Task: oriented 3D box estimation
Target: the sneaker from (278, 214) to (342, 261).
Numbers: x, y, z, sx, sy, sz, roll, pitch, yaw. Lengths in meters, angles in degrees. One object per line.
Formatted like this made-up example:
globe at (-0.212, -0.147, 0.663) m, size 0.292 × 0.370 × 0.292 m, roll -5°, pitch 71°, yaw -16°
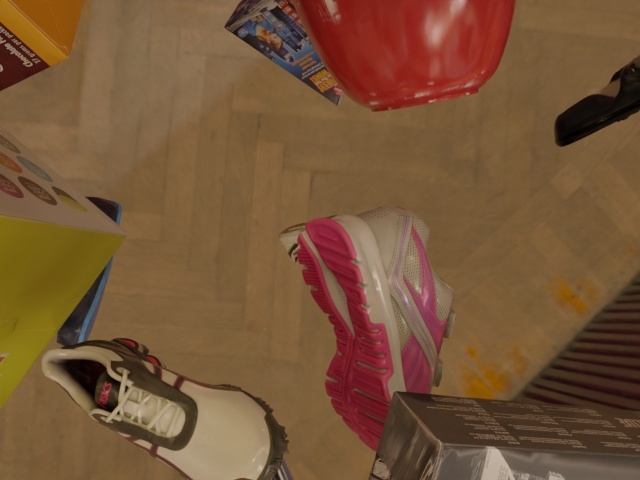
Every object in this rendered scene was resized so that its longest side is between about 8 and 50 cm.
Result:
sneaker at (0.000, 0.000, 0.801) m, size 0.032 × 0.083 × 0.037 m, roll -35°, pitch 108°, yaw -45°

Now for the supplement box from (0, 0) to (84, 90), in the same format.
supplement box at (-0.317, -0.228, 0.737) m, size 0.194 × 0.129 × 0.191 m, roll -18°, pitch 51°, yaw 24°

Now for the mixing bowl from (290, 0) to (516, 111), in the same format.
mixing bowl at (0.074, -0.157, 0.668) m, size 0.181 × 0.181 × 0.098 m, roll -12°, pitch 101°, yaw -5°

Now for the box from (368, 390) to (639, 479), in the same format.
box at (0.168, 0.243, 0.616) m, size 0.307 × 0.076 × 0.243 m, roll 10°, pitch 104°, yaw -23°

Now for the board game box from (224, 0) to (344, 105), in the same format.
board game box at (-0.001, -0.285, 1.182) m, size 0.194 × 0.194 × 0.060 m, roll 40°, pitch 56°, yaw -24°

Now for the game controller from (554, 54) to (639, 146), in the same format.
game controller at (0.406, -0.197, 1.083) m, size 0.067 × 0.166 × 0.319 m, roll 54°, pitch 40°, yaw 3°

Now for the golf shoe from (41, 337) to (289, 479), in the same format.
golf shoe at (-0.159, 0.174, 0.837) m, size 0.272 × 0.120 × 0.105 m, roll 17°, pitch 86°, yaw 32°

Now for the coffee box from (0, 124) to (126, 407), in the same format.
coffee box at (-0.492, 0.015, 0.938) m, size 0.334 × 0.337 × 0.338 m, roll 39°, pitch 95°, yaw 13°

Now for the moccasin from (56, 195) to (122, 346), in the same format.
moccasin at (-0.427, 0.051, 1.469) m, size 0.116 × 0.342 × 0.138 m, roll 16°, pitch 123°, yaw -17°

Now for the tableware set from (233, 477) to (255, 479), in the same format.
tableware set at (-0.066, 0.128, 0.262) m, size 0.154 × 0.104 × 0.024 m, roll -40°, pitch 130°, yaw 13°

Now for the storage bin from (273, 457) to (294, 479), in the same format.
storage bin at (-0.080, 0.377, 1.223) m, size 0.091 × 0.098 × 0.135 m, roll -22°, pitch 110°, yaw 2°

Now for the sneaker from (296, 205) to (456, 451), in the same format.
sneaker at (0.068, 0.082, 0.714) m, size 0.111 × 0.103 × 0.252 m, roll -26°, pitch 120°, yaw -29°
